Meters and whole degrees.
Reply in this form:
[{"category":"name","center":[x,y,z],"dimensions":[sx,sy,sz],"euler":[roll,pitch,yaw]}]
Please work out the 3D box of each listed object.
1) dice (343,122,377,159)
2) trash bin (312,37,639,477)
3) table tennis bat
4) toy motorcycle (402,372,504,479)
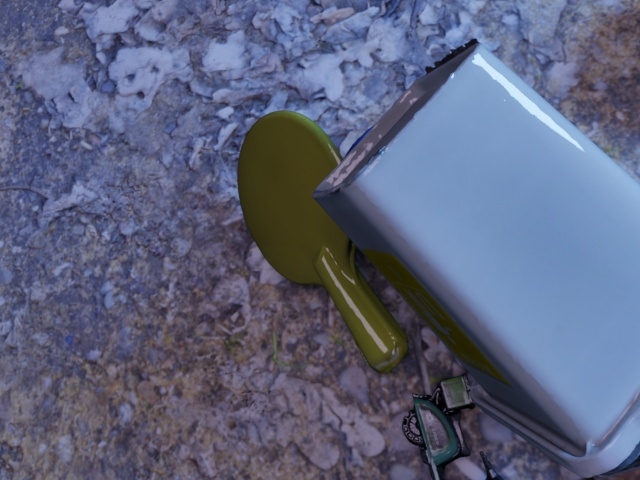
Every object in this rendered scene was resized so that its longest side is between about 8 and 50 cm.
[{"category":"dice","center":[0.119,-0.074,0.792],"dimensions":[0.146,0.143,0.146],"euler":[-32,67,4]},{"category":"trash bin","center":[0.202,-0.003,0.611],"dimensions":[0.367,0.256,0.296],"euler":[43,85,-9]},{"category":"table tennis bat","center":[0.000,0.000,0.796],"dimensions":[0.054,0.224,0.369],"euler":[-18,68,-39]},{"category":"toy motorcycle","center":[0.153,0.250,0.722],"dimensions":[0.100,0.058,0.173],"euler":[-16,66,4]}]
